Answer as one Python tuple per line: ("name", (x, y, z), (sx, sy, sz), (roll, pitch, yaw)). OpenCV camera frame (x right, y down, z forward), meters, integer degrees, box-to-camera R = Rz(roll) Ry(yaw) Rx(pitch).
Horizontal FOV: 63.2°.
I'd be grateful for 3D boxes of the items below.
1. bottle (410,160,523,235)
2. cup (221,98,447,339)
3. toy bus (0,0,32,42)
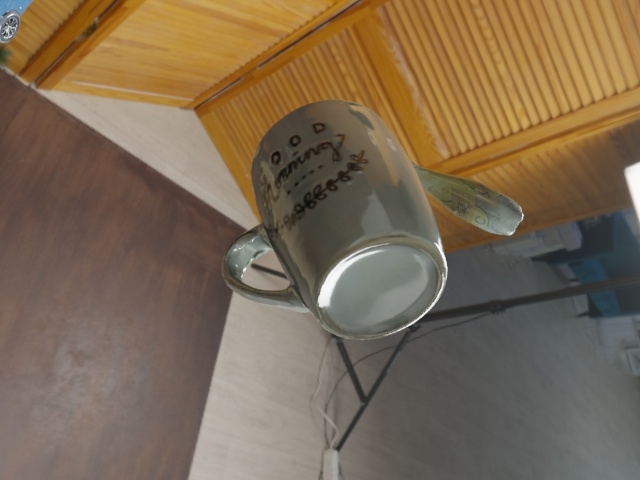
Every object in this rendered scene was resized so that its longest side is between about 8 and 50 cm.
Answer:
("bottle", (0.277, -0.093, 1.050), (0.270, 0.083, 0.083), (25, 51, -9))
("cup", (0.000, 0.000, 0.574), (0.186, 0.258, 0.234), (46, 17, -37))
("toy bus", (-0.389, -0.352, 0.613), (0.116, 0.133, 0.234), (30, 76, -7))
